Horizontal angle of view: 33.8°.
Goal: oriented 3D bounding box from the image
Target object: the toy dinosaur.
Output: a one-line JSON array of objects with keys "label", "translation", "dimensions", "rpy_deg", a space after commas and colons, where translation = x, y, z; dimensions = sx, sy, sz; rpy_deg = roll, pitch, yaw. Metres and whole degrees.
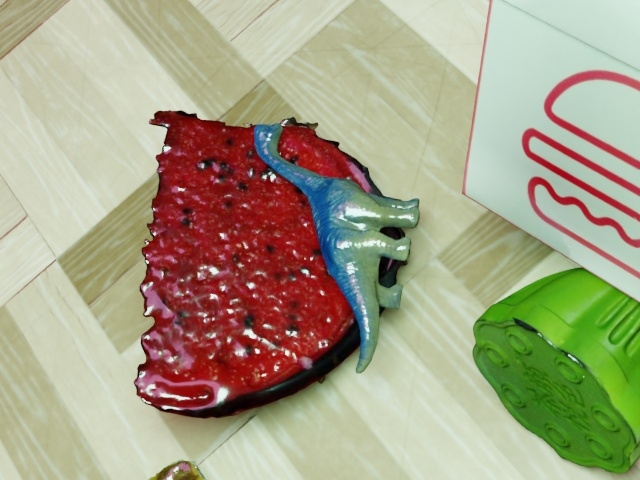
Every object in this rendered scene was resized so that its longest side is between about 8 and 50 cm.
[{"label": "toy dinosaur", "translation": [0.000, 0.000, 1.046], "dimensions": [0.188, 0.075, 0.248], "rpy_deg": [9, 68, 8]}]

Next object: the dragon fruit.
[{"label": "dragon fruit", "translation": [-0.049, 0.030, 1.099], "dimensions": [0.282, 0.100, 0.344], "rpy_deg": [3, 64, 1]}]

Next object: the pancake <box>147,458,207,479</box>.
[{"label": "pancake", "translation": [-0.165, 0.341, 1.029], "dimensions": [0.212, 0.056, 0.258], "rpy_deg": [18, 66, 20]}]

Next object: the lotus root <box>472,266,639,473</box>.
[{"label": "lotus root", "translation": [0.252, 0.085, 0.937], "dimensions": [0.186, 0.186, 0.186], "rpy_deg": [-9, 63, 17]}]

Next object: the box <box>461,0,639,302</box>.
[{"label": "box", "translation": [0.333, -0.144, 0.868], "dimensions": [0.314, 0.300, 0.312], "rpy_deg": [-34, 53, -31]}]
